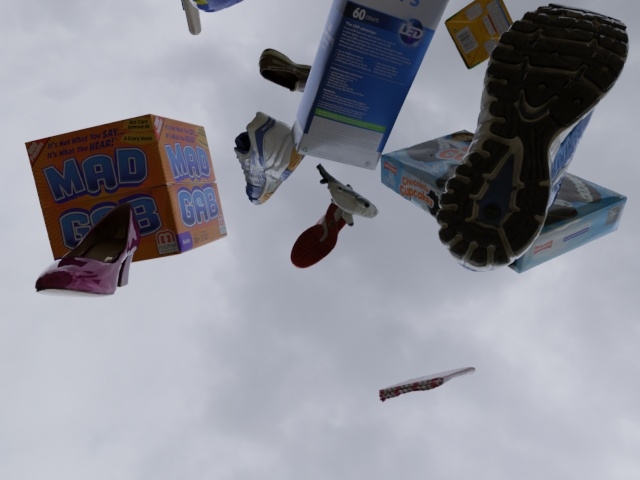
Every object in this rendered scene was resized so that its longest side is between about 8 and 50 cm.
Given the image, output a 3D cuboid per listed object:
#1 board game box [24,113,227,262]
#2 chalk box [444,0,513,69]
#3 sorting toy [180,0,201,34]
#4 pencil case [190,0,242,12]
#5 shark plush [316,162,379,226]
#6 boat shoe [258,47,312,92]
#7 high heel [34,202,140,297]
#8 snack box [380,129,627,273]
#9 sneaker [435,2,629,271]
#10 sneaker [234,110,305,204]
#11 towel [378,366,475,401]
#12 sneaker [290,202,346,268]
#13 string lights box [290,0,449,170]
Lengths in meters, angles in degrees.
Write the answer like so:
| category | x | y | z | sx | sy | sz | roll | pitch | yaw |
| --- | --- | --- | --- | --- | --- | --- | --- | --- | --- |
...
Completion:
| category | x | y | z | sx | sy | sz | roll | pitch | yaw |
| --- | --- | --- | --- | --- | --- | --- | --- | --- | --- |
| board game box | -0.525 | -0.132 | 1.392 | 0.356 | 0.356 | 0.356 | -10 | -83 | 9 |
| chalk box | 0.399 | -0.521 | 1.199 | 0.132 | 0.213 | 0.132 | -27 | -77 | 26 |
| sorting toy | -0.254 | -0.546 | 0.824 | 0.041 | 0.307 | 0.229 | -10 | -114 | -9 |
| pencil case | -0.161 | -0.329 | 0.380 | 0.119 | 0.306 | 0.133 | -14 | -115 | 27 |
| shark plush | 0.049 | -0.096 | 1.027 | 0.161 | 0.073 | 0.067 | 35 | -139 | 12 |
| boat shoe | -0.072 | -0.488 | 1.490 | 0.257 | 0.095 | 0.095 | 17 | -123 | -16 |
| high heel | -0.425 | 0.006 | 0.903 | 0.127 | 0.377 | 0.181 | 4 | -90 | -12 |
| snack box | 0.258 | -0.080 | 0.749 | 0.187 | 0.060 | 0.322 | -20 | -144 | -20 |
| sneaker | 0.227 | -0.113 | 0.550 | 0.130 | 0.147 | 0.330 | 27 | -95 | 19 |
| sneaker | -0.119 | -0.172 | 1.004 | 0.131 | 0.296 | 0.112 | 37 | -116 | -9 |
| towel | 0.246 | 0.332 | 1.125 | 0.197 | 0.144 | 0.029 | -29 | -110 | 42 |
| sneaker | 0.000 | 0.000 | 1.222 | 0.087 | 0.128 | 0.221 | 42 | -113 | 5 |
| string lights box | 0.060 | -0.241 | 0.698 | 0.133 | 0.260 | 0.077 | 10 | -147 | -20 |
